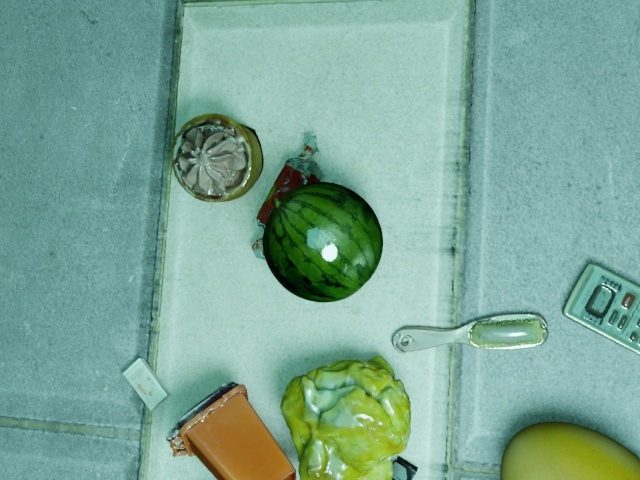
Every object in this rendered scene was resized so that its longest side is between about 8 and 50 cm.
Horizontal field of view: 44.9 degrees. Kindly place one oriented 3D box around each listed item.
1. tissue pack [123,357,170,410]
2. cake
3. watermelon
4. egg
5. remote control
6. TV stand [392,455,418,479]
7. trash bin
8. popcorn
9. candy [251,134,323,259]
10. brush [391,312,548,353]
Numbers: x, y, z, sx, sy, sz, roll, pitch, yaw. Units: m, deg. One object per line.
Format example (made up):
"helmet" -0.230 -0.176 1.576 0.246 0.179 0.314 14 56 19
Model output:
"tissue pack" -0.384 0.317 1.713 0.056 0.023 0.108 -41 76 5
"cake" -0.234 -0.186 1.663 0.185 0.178 0.207 -9 78 13
"watermelon" 0.004 0.003 1.551 0.242 0.242 0.242 -2 83 13
"egg" 0.467 0.466 1.376 0.322 0.250 0.250 41 94 24
"remote control" 0.618 0.158 1.486 0.285 0.038 0.123 30 90 15
"TV stand" 0.111 0.557 1.556 0.049 0.040 0.256 31 91 15
"trash bin" -0.172 0.427 1.538 0.184 0.161 0.238 -33 63 -21
"popcorn" 0.056 0.362 1.501 0.276 0.226 0.276 9 102 54
"candy" -0.069 -0.093 1.670 0.086 0.059 0.292 29 90 18
"brush" 0.294 0.188 1.549 0.313 0.067 0.072 -6 83 15
